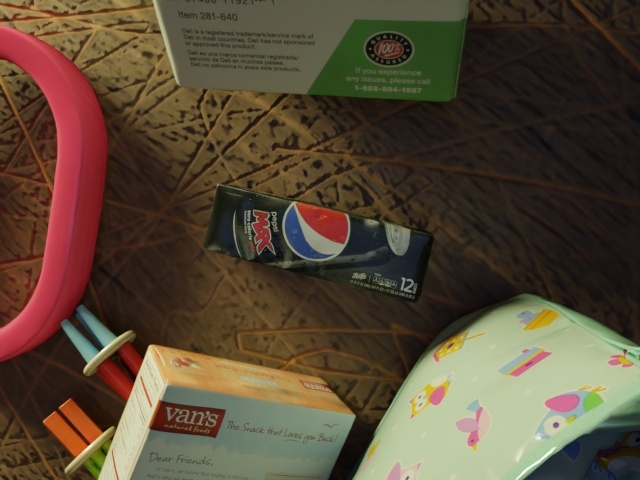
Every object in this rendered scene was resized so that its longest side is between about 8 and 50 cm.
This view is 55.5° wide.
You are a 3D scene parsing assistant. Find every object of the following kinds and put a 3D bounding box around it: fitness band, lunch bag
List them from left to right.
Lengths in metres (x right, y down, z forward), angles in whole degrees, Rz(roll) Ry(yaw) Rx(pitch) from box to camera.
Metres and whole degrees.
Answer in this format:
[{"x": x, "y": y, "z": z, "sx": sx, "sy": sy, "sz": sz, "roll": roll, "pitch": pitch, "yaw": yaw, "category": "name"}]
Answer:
[{"x": -0.293, "y": -0.037, "z": 0.525, "sx": 0.209, "sy": 0.054, "sz": 0.291, "roll": 11, "pitch": 96, "yaw": 5, "category": "fitness band"}, {"x": 0.117, "y": 0.164, "z": 0.388, "sx": 0.160, "sy": 0.223, "sz": 0.262, "roll": 32, "pitch": 96, "yaw": -1, "category": "lunch bag"}]

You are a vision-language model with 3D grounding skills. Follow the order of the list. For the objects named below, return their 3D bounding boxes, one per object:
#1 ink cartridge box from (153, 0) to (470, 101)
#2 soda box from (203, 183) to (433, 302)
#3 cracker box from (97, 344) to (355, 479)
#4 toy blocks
[{"x": -0.006, "y": -0.230, "z": 0.353, "sx": 0.201, "sy": 0.278, "sz": 0.117, "roll": 5, "pitch": 51, "yaw": 8, "category": "ink cartridge box"}, {"x": 0.000, "y": 0.000, "z": 0.476, "sx": 0.169, "sy": 0.060, "sz": 0.053, "roll": 13, "pitch": 95, "yaw": 8, "category": "soda box"}, {"x": -0.091, "y": 0.208, "z": 0.464, "sx": 0.155, "sy": 0.067, "sz": 0.232, "roll": 19, "pitch": 98, "yaw": -30, "category": "cracker box"}, {"x": -0.184, "y": 0.140, "z": 0.516, "sx": 0.123, "sy": 0.054, "sz": 0.148, "roll": -43, "pitch": 87, "yaw": 8, "category": "toy blocks"}]
